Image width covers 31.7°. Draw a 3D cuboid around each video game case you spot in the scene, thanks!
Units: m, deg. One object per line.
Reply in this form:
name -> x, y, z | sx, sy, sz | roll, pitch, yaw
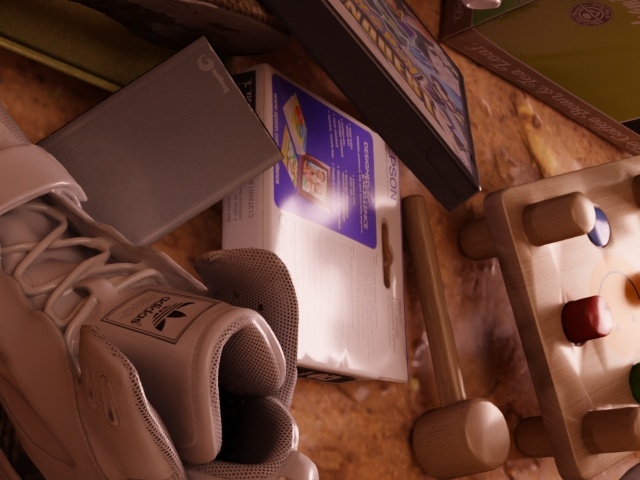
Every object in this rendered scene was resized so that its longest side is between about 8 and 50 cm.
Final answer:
video game case -> 0.019, -0.176, 0.830 | 0.275, 0.035, 0.248 | 47, 20, -17

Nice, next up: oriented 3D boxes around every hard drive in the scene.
hard drive -> -0.105, -0.057, 0.727 | 0.135, 0.022, 0.094 | -33, 104, 2

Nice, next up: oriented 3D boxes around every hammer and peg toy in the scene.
hammer and peg toy -> 0.223, 0.062, 0.977 | 0.361, 0.127, 0.265 | -13, 87, -44

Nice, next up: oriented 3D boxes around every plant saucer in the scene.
plant saucer -> -0.144, -0.180, 0.769 | 0.188, 0.045, 0.188 | 20, 65, -36

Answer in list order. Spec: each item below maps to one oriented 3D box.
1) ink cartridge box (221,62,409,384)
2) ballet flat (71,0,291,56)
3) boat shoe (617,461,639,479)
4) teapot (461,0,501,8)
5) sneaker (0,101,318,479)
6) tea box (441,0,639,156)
ink cartridge box -> 0.000, 0.000, 0.834 | 0.208, 0.045, 0.206 | 21, 64, -57
ballet flat -> -0.124, -0.167, 0.702 | 0.250, 0.084, 0.058 | 10, 73, -34
boat shoe -> 0.236, 0.305, 0.925 | 0.335, 0.121, 0.119 | -25, 113, -35
teapot -> 0.051, -0.343, 0.879 | 0.187, 0.256, 0.252 | -54, 154, -19
sneaker -> -0.137, 0.012, 0.607 | 0.137, 0.210, 0.365 | -37, 103, -42
tea box -> 0.341, -0.256, 1.039 | 0.329, 0.324, 0.219 | 22, 65, -37
